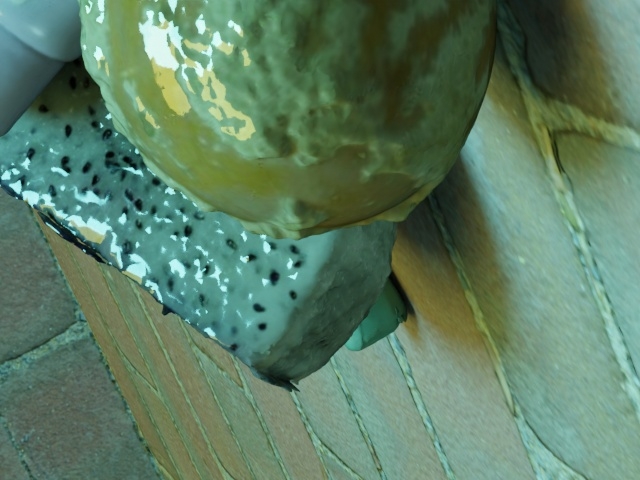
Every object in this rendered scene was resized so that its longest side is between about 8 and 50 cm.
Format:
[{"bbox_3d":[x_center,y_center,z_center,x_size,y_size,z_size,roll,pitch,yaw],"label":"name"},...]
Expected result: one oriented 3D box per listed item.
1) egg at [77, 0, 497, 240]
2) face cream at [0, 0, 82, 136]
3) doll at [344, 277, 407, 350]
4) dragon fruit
[{"bbox_3d":[-0.016,-0.120,0.909,0.203,0.203,0.245,133,118,-75],"label":"egg"},{"bbox_3d":[-0.132,-0.189,1.080,0.096,0.274,0.154,34,-169,-44],"label":"face cream"},{"bbox_3d":[0.000,0.000,1.365,0.159,0.059,0.159,63,167,-10],"label":"doll"},{"bbox_3d":[-0.056,-0.057,1.197,0.283,0.204,0.221,36,-179,23],"label":"dragon fruit"}]
